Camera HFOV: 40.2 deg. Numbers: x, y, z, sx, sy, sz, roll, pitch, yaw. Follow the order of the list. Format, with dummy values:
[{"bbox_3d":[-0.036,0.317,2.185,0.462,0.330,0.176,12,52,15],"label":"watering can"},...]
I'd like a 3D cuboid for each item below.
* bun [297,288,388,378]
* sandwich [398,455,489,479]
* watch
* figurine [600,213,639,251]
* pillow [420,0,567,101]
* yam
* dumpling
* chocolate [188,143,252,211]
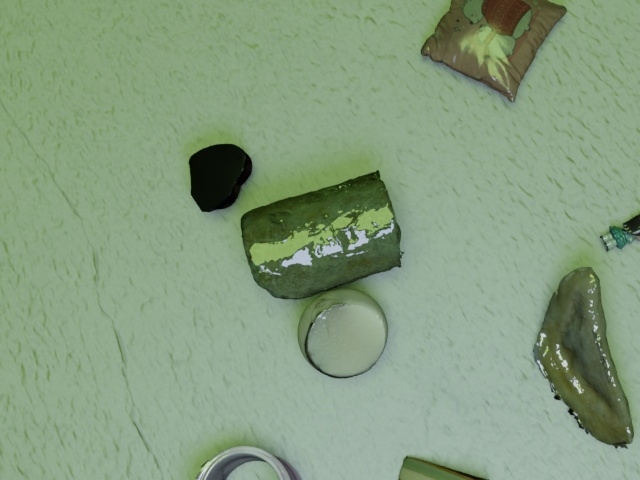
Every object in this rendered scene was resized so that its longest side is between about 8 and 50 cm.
[{"bbox_3d":[0.040,0.169,1.657,0.173,0.120,0.172,-3,109,-10],"label":"bun"},{"bbox_3d":[0.219,0.450,1.583,0.163,0.113,0.079,16,82,11],"label":"sandwich"},{"bbox_3d":[-0.114,0.494,1.592,0.248,0.211,0.217,8,72,18],"label":"watch"},{"bbox_3d":[0.585,-0.018,1.659,0.106,0.047,0.060,-24,41,10],"label":"figurine"},{"bbox_3d":[0.345,-0.420,1.747,0.223,0.084,0.236,28,87,10],"label":"pillow"},{"bbox_3d":[0.000,0.000,1.664,0.300,0.195,0.195,-17,77,4],"label":"yam"},{"bbox_3d":[0.483,0.210,1.606,0.086,0.166,0.332,-13,94,-37],"label":"dumpling"},{"bbox_3d":[-0.206,-0.126,1.773,0.125,0.080,0.148,26,91,23],"label":"chocolate"}]
